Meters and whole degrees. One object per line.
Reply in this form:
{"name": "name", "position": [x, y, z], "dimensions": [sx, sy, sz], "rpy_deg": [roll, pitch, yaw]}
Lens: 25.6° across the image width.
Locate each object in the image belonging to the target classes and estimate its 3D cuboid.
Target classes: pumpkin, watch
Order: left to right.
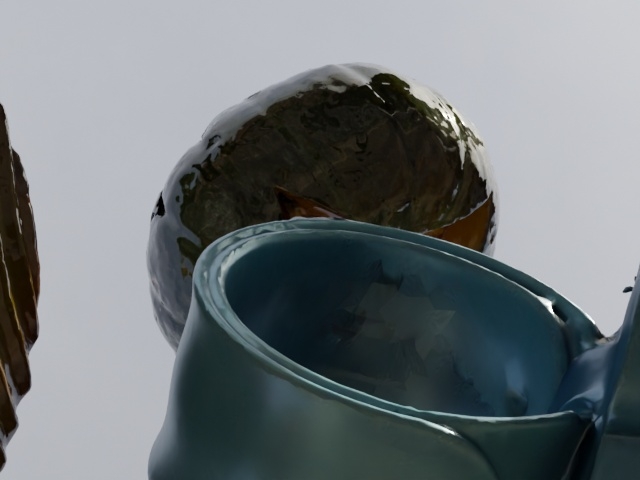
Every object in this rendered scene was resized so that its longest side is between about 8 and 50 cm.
{"name": "pumpkin", "position": [-0.001, -0.002, 0.899], "dimensions": [0.238, 0.238, 0.159], "rpy_deg": [-25, -129, -15]}
{"name": "watch", "position": [0.040, 0.067, 0.536], "dimensions": [0.193, 0.211, 0.211], "rpy_deg": [18, -110, 9]}

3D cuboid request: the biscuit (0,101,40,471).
{"name": "biscuit", "position": [-0.209, 0.008, 0.497], "dimensions": [0.040, 0.318, 0.317], "rpy_deg": [-5, -112, 29]}
